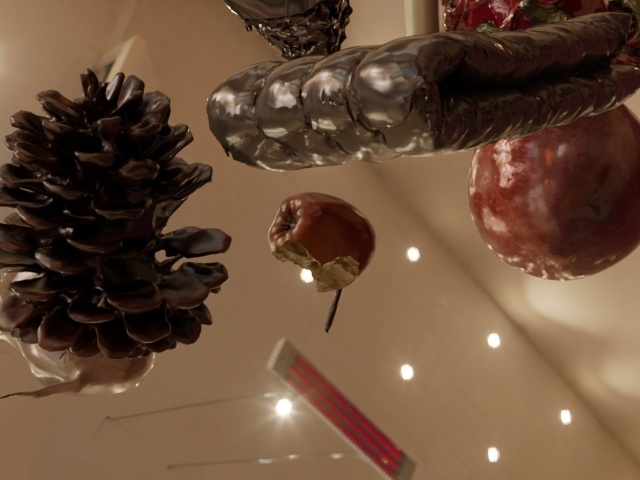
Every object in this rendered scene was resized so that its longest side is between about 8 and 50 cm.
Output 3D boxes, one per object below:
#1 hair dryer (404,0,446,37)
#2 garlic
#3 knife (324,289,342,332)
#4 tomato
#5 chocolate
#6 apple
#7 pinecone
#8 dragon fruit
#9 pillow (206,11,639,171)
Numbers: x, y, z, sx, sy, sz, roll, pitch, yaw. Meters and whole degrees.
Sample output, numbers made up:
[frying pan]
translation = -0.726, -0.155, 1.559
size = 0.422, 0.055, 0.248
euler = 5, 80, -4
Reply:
[hair dryer]
translation = 0.173, -0.376, 1.461
size = 0.203, 0.128, 0.362
euler = -59, -26, -34
[garlic]
translation = -0.361, 0.105, 1.305
size = 0.246, 0.340, 0.231
euler = 11, -83, -28
[knife]
translation = 0.045, 0.065, 1.566
size = 0.021, 0.045, 0.222
euler = 18, -106, 3
[tomato]
translation = 0.337, -0.071, 1.185
size = 0.270, 0.270, 0.227
euler = 51, -173, -21
[chocolate]
translation = -0.023, -0.262, 1.042
size = 0.133, 0.156, 0.156
euler = 70, -147, -49
[apple]
translation = 0.002, -0.007, 1.421
size = 0.147, 0.156, 0.158
euler = -54, -52, -11
[pinecone]
translation = -0.202, -0.023, 0.839
size = 0.246, 0.246, 0.292
euler = -28, -47, -46
[dragon fruit]
translation = 0.286, -0.273, 1.063
size = 0.273, 0.218, 0.198
euler = -1, -110, -3
[pillow]
translation = 0.094, -0.122, 0.714
size = 0.326, 0.228, 0.101
euler = -21, -76, -43
